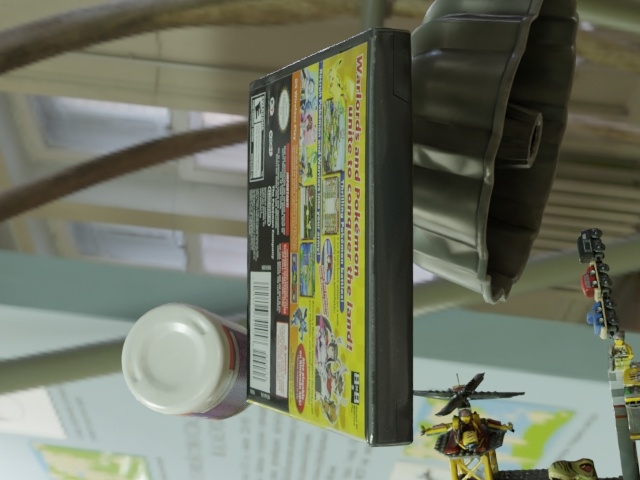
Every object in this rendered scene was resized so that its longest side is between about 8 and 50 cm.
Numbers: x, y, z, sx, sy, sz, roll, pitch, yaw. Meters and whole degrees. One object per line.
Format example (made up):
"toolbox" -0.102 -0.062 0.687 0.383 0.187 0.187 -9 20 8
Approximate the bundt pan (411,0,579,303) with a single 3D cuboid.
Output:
"bundt pan" 0.152 -0.108 1.102 0.331 0.124 0.330 13 -90 -70

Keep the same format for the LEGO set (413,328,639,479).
"LEGO set" 0.203 0.181 0.861 0.255 0.332 0.192 -42 -56 -60

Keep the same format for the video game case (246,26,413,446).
"video game case" 0.000 0.000 0.841 0.248 0.035 0.274 177 93 -67

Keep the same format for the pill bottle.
"pill bottle" -0.118 0.129 1.151 0.193 0.108 0.108 40 -125 -72

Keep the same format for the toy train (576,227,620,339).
"toy train" 0.333 0.051 1.355 0.027 0.036 0.158 76 -170 -52
